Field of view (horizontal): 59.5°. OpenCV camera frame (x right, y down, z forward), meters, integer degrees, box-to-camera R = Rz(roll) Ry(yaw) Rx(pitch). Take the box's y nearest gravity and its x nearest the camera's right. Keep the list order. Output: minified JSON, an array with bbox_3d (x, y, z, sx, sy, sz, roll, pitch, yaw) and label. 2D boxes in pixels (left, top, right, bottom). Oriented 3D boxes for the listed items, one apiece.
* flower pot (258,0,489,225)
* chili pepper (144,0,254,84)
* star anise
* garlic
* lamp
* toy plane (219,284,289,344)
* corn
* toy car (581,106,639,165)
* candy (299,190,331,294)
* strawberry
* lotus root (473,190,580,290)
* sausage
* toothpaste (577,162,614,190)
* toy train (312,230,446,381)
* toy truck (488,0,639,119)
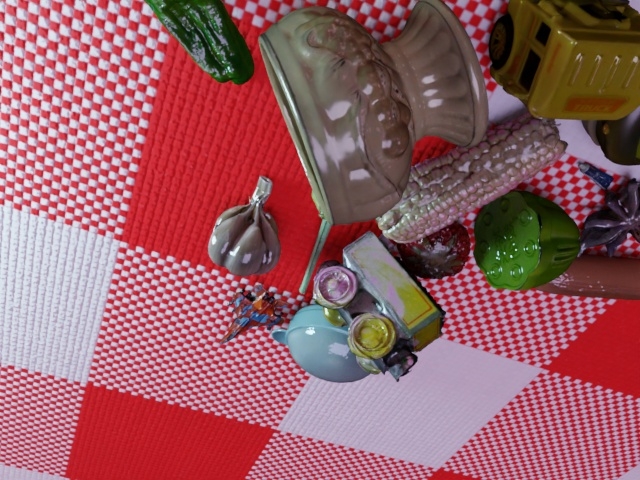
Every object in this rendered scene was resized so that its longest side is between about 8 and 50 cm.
[{"bbox_3d":[0.074,-0.191,0.768,0.244,0.307,0.307,-23,127,-2],"label":"flower pot"},{"bbox_3d":[-0.187,-0.319,0.796,0.100,0.074,0.257,-30,123,22],"label":"chili pepper"},{"bbox_3d":[0.561,-0.041,1.010,0.181,0.061,0.204,14,128,-10],"label":"star anise"},{"bbox_3d":[-0.123,-0.019,1.018,0.131,0.127,0.194,26,105,-14],"label":"garlic"},{"bbox_3d":[0.052,0.209,1.168,0.284,0.147,0.209,-27,131,22],"label":"lamp"},{"bbox_3d":[-0.158,0.166,1.197,0.130,0.061,0.189,35,126,-25],"label":"toy plane"},{"bbox_3d":[0.242,-0.101,0.935,0.335,0.126,0.126,-25,124,18],"label":"corn"},{"bbox_3d":[0.536,-0.173,0.817,0.248,0.198,0.204,4,130,-1],"label":"toy car"},{"bbox_3d":[0.000,0.000,1.057,0.093,0.092,0.335,23,136,1],"label":"candy"},{"bbox_3d":[0.212,0.017,1.052,0.145,0.086,0.145,0,127,0],"label":"strawberry"},{"bbox_3d":[0.393,0.001,0.998,0.186,0.186,0.186,1,129,1],"label":"lotus root"},{"bbox_3d":[0.551,0.071,1.086,0.289,0.086,0.086,5,129,-2],"label":"sausage"},{"bbox_3d":[0.482,-0.114,0.982,0.083,0.019,0.027,24,108,-22],"label":"toothpaste"},{"bbox_3d":[0.101,0.117,1.009,0.177,0.261,0.134,-35,153,-5],"label":"toy train"},{"bbox_3d":[0.352,-0.338,0.663,0.181,0.254,0.405,2,132,-6],"label":"toy truck"}]
